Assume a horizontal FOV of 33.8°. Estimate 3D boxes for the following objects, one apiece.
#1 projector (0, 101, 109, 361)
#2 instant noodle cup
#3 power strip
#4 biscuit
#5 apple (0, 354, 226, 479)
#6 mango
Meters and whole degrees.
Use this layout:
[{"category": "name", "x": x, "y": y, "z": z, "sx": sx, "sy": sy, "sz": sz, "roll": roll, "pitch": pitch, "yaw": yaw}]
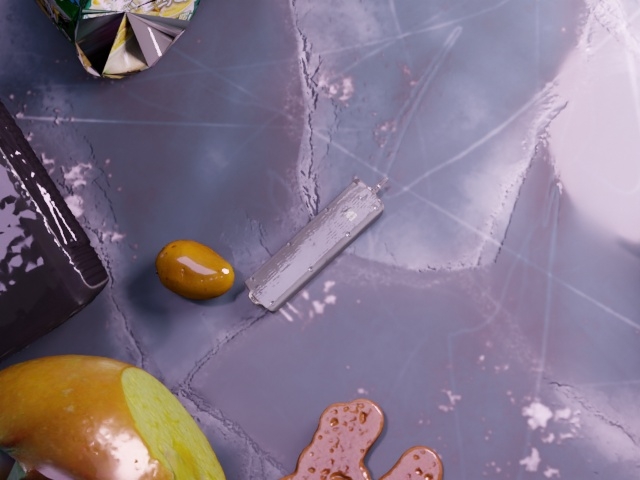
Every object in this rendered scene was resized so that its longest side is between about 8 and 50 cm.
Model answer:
[{"category": "projector", "x": -0.543, "y": 0.006, "z": 1.381, "sx": 0.405, "sy": 0.242, "sz": 0.395, "roll": -32, "pitch": 93, "yaw": -1}, {"category": "instant noodle cup", "x": -0.306, "y": -0.373, "z": 1.495, "sx": 0.240, "sy": 0.240, "sz": 0.178, "roll": -45, "pitch": 69, "yaw": -4}, {"category": "power strip", "x": 0.000, "y": 0.000, "z": 1.451, "sx": 0.252, "sy": 0.027, "sz": 0.060, "roll": -42, "pitch": 73, "yaw": -3}, {"category": "biscuit", "x": 0.011, "y": 0.372, "z": 1.351, "sx": 0.202, "sy": 0.047, "sz": 0.334, "roll": 34, "pitch": 82, "yaw": 15}, {"category": "apple", "x": -0.296, "y": 0.315, "z": 1.261, "sx": 0.383, "sy": 0.374, "sz": 0.374, "roll": 23, "pitch": 81, "yaw": 14}, {"category": "mango", "x": -0.172, "y": 0.041, "z": 1.451, "sx": 0.114, "sy": 0.060, "sz": 0.080, "roll": 12, "pitch": 82, "yaw": 7}]
